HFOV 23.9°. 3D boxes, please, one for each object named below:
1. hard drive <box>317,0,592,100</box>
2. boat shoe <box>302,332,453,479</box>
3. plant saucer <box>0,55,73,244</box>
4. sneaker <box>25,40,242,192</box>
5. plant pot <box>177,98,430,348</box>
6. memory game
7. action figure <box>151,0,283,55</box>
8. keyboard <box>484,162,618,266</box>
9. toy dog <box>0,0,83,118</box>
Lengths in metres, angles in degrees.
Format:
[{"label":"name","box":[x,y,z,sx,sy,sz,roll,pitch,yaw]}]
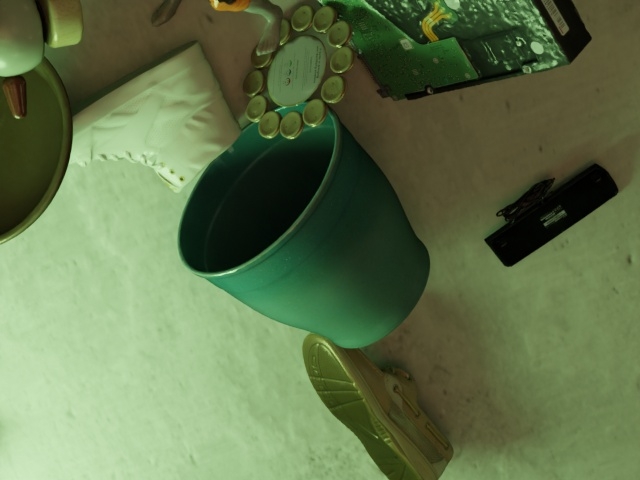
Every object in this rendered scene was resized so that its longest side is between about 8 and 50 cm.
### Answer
[{"label":"hard drive","box":[0.141,-0.295,1.830,0.064,0.339,0.237,-47,112,-31]},{"label":"boat shoe","box":[0.085,0.226,2.136,0.098,0.109,0.302,-48,112,-29]},{"label":"plant saucer","box":[-0.424,-0.121,1.909,0.278,0.041,0.278,-4,80,23]},{"label":"sneaker","box":[-0.248,-0.118,1.965,0.292,0.108,0.169,-28,108,5]},{"label":"plant pot","box":[0.000,0.000,1.960,0.271,0.272,0.255,-42,122,11]},{"label":"memory game","box":[-0.028,-0.215,1.918,0.012,0.186,0.186,25,110,-46]},{"label":"action figure","box":[-0.199,-0.398,1.812,0.178,0.341,0.330,-42,138,-16]},{"label":"keyboard","box":[0.311,-0.048,2.084,0.192,0.038,0.100,-35,133,8]},{"label":"toy dog","box":[-0.389,-0.251,1.784,0.220,0.334,0.161,-2,113,-8]}]
